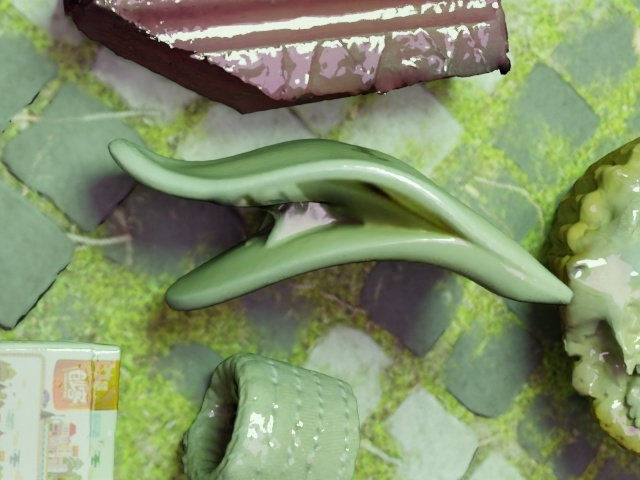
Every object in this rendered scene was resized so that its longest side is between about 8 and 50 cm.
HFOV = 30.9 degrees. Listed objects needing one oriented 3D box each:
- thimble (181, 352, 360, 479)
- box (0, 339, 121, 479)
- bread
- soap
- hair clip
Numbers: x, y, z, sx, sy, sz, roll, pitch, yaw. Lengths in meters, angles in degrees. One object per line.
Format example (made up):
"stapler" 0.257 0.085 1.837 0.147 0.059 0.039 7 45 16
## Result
"thimble" -0.033 0.131 0.772 0.090 0.115 0.102 19 83 -19
"box" -0.243 0.123 0.747 0.221 0.032 0.122 3 90 -18
"bread" 0.288 0.039 0.861 0.274 0.149 0.274 0 91 -12
"soap" -0.027 -0.177 0.769 0.289 0.112 0.182 -11 94 -18
"hair clip" 0.006 -0.018 0.769 0.282 0.172 0.113 -3 101 -7
